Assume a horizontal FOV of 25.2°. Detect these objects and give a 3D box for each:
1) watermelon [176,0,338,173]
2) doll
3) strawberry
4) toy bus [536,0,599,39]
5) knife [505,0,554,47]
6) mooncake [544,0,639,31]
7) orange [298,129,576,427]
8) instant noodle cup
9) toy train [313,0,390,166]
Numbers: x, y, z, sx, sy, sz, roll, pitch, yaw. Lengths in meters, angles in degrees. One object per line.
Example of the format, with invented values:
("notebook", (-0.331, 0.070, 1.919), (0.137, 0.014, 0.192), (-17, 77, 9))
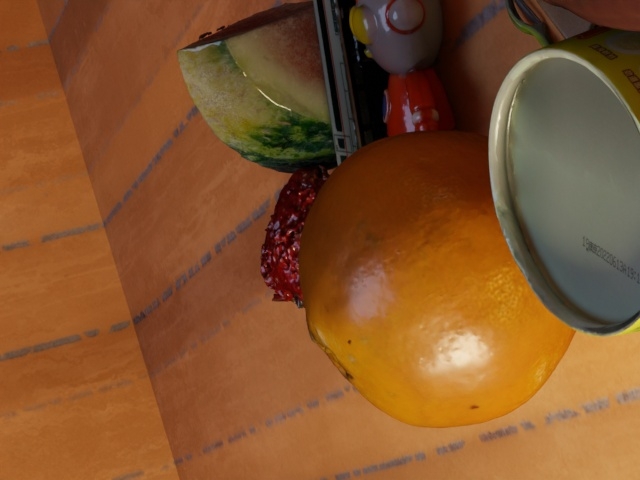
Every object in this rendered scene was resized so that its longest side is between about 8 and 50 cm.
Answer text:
("watermelon", (-0.047, -0.213, 1.884), (0.310, 0.232, 0.193), (36, 170, -27))
("doll", (0.096, -0.196, 1.639), (0.200, 0.105, 0.337), (-99, -1, -77))
("strawberry", (0.000, 0.000, 1.889), (0.184, 0.187, 0.202), (-16, 88, 30))
("toy bus", (0.234, -0.258, 1.305), (0.182, 0.103, 0.091), (61, 152, 32))
("knife", (0.229, -0.199, 1.455), (0.026, 0.022, 0.184), (-54, 49, 29))
("mooncake", (0.279, -0.272, 1.018), (0.325, 0.334, 0.174), (-7, 115, 32))
("orange", (0.124, 0.036, 1.475), (0.312, 0.312, 0.312), (44, 141, 51))
("instant noodle cup", (0.288, -0.064, 1.150), (0.311, 0.221, 0.311), (42, 139, 51))
("toy train", (0.056, -0.147, 1.785), (0.088, 0.086, 0.407), (12, 114, 59))
